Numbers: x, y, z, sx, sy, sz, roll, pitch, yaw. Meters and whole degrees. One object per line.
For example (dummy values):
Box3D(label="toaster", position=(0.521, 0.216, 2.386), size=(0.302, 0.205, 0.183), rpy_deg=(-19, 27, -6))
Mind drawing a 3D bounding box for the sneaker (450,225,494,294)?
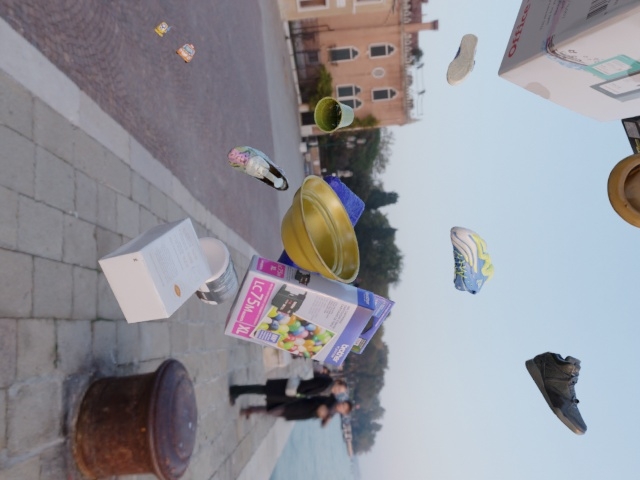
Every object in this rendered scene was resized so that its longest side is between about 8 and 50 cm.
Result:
Box3D(label="sneaker", position=(0.413, 0.069, 1.298), size=(0.240, 0.091, 0.126), rpy_deg=(45, 67, -35))

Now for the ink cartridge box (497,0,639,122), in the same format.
Box3D(label="ink cartridge box", position=(0.393, -0.285, 0.551), size=(0.270, 0.197, 0.198), rpy_deg=(-155, -96, -78))

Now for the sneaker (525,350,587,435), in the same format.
Box3D(label="sneaker", position=(0.678, 0.406, 1.276), size=(0.087, 0.130, 0.228), rpy_deg=(22, 37, -42))

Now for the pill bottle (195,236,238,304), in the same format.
Box3D(label="pill bottle", position=(-0.296, 0.097, 1.276), size=(0.246, 0.130, 0.130), rpy_deg=(94, -8, -64))

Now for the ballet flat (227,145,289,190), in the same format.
Box3D(label="ballet flat", position=(-0.153, -0.187, 1.250), size=(0.079, 0.077, 0.221), rpy_deg=(43, 10, 33))

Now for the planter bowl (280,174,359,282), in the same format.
Box3D(label="planter bowl", position=(-0.014, -0.009, 0.902), size=(0.217, 0.090, 0.217), rpy_deg=(44, 34, -41))

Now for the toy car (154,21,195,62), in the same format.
Box3D(label="toy car", position=(-0.338, -0.467, 1.081), size=(0.122, 0.040, 0.060), rpy_deg=(46, 7, -5))

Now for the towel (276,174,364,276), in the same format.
Box3D(label="towel", position=(0.000, 0.000, 1.181), size=(0.308, 0.076, 0.227), rpy_deg=(-62, 160, 2))

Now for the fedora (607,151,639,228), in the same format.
Box3D(label="fedora", position=(0.739, -0.103, 1.054), size=(0.079, 0.194, 0.194), rpy_deg=(61, 22, -68))

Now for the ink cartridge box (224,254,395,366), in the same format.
Box3D(label="ink cartridge box", position=(-0.021, 0.157, 0.951), size=(0.065, 0.311, 0.186), rpy_deg=(-92, -157, -54))

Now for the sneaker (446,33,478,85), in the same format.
Box3D(label="sneaker", position=(0.345, -0.421, 1.142), size=(0.084, 0.058, 0.152), rpy_deg=(74, 35, -66))

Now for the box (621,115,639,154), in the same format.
Box3D(label="box", position=(0.881, -0.260, 1.164), size=(0.233, 0.183, 0.059), rpy_deg=(52, 3, -22))

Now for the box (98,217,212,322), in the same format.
Box3D(label="box", position=(-0.297, 0.051, 0.863), size=(0.170, 0.091, 0.130), rpy_deg=(-56, 132, -64))

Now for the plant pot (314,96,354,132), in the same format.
Box3D(label="plant pot", position=(0.040, -0.306, 1.141), size=(0.079, 0.083, 0.083), rpy_deg=(-17, 104, -53))
